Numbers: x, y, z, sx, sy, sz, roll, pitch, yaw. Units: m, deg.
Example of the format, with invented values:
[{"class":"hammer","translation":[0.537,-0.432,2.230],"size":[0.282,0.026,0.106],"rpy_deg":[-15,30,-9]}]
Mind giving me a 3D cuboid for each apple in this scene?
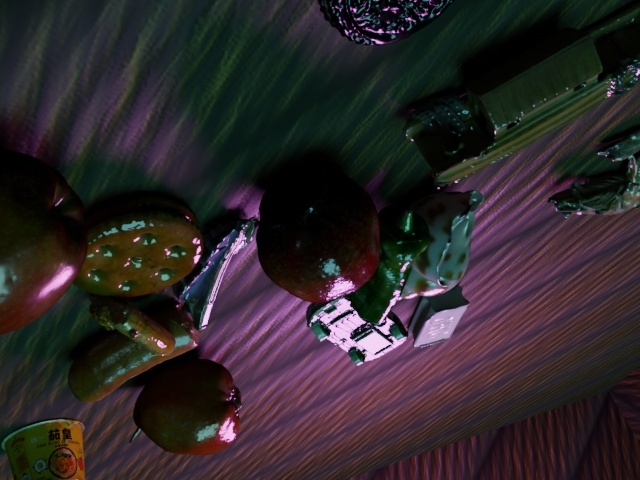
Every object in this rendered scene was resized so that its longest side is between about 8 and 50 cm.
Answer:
[{"class":"apple","translation":[-0.398,-0.003,0.862],"size":[0.229,0.230,0.230],"rpy_deg":[-17,150,-10]}]

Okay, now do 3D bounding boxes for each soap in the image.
[{"class":"soap","translation":[0.301,0.198,1.830],"size":[0.114,0.063,0.198],"rpy_deg":[-13,149,-14]}]

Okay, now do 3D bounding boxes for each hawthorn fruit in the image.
[{"class":"hawthorn fruit","translation":[-0.307,0.374,1.554],"size":[0.262,0.211,0.210],"rpy_deg":[-17,151,5]},{"class":"hawthorn fruit","translation":[0.000,0.000,1.157],"size":[0.215,0.215,0.250],"rpy_deg":[-24,156,1]}]

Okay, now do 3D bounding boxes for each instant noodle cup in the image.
[{"class":"instant noodle cup","translation":[-0.616,0.509,1.609],"size":[0.182,0.144,0.182],"rpy_deg":[-17,150,-11]}]

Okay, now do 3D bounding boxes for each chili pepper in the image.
[{"class":"chili pepper","translation":[0.114,0.033,1.268],"size":[0.099,0.136,0.270],"rpy_deg":[-2,144,-24]}]

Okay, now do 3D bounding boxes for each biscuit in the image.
[{"class":"biscuit","translation":[-0.291,0.012,1.111],"size":[0.220,0.066,0.220],"rpy_deg":[-16,149,-10]},{"class":"biscuit","translation":[0.087,-0.316,0.852],"size":[0.194,0.053,0.194],"rpy_deg":[-18,149,-11]}]

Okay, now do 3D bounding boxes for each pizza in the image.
[{"class":"pizza","translation":[-0.334,0.139,1.217],"size":[0.062,0.161,0.182],"rpy_deg":[-56,169,-12]}]

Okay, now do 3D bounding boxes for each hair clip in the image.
[{"class":"hair clip","translation":[-0.185,0.051,1.231],"size":[0.106,0.084,0.292],"rpy_deg":[-13,147,-45]}]

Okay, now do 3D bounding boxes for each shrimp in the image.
[{"class":"shrimp","translation":[0.632,-0.142,1.505],"size":[0.360,0.085,0.247],"rpy_deg":[-18,141,-16]}]

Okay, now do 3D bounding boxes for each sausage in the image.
[{"class":"sausage","translation":[-0.363,0.216,1.350],"size":[0.270,0.109,0.109],"rpy_deg":[-30,150,5]}]

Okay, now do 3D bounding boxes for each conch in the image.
[{"class":"conch","translation":[0.206,0.017,1.355],"size":[0.182,0.148,0.275],"rpy_deg":[-13,123,-54]}]

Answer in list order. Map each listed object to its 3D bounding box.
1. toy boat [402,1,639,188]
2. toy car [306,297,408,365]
[{"class":"toy boat","translation":[0.337,-0.242,1.090],"size":[0.445,0.136,0.162],"rpy_deg":[-28,155,-1]},{"class":"toy car","translation":[0.076,0.168,1.564],"size":[0.136,0.125,0.306],"rpy_deg":[-33,139,14]}]
